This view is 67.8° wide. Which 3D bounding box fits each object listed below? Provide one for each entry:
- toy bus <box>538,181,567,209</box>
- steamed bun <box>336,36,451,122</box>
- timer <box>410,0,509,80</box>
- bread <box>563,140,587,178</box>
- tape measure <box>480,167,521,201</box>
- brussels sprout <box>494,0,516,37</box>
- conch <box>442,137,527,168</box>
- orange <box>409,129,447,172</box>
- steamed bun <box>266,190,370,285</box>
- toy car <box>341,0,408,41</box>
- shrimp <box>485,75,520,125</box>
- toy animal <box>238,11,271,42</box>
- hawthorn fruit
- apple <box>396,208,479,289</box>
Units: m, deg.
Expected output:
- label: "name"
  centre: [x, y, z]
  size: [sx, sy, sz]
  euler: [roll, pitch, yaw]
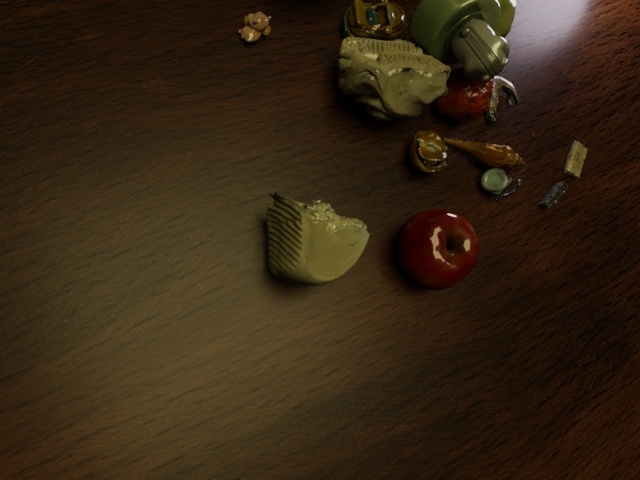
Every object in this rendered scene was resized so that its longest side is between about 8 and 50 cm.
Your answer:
- label: "toy bus"
  centre: [0.898, -0.172, 1.840]
  size: [0.131, 0.052, 0.037]
  euler: [-44, 98, -20]
- label: "steamed bun"
  centre: [0.226, -0.518, 1.605]
  size: [0.394, 0.237, 0.347]
  euler: [28, 45, 22]
- label: "timer"
  centre: [0.494, -0.658, 1.563]
  size: [0.291, 0.290, 0.315]
  euler: [-16, 65, -21]
- label: "bread"
  centre: [1.036, -0.326, 1.934]
  size: [0.068, 0.028, 0.153]
  euler: [30, 72, -11]
- label: "tape measure"
  centre: [0.673, -0.212, 1.787]
  size: [0.180, 0.104, 0.107]
  euler: [-3, 46, -53]
- label: "brussels sprout"
  centre: [0.598, -0.862, 1.815]
  size: [0.317, 0.242, 0.273]
  euler: [-10, 56, -25]
- label: "conch"
  centre: [0.602, -0.315, 1.758]
  size: [0.331, 0.109, 0.093]
  euler: [8, 105, -2]
- label: "orange"
  centre: [0.372, -0.303, 1.668]
  size: [0.170, 0.112, 0.160]
  euler: [-16, 70, -44]
- label: "steamed bun"
  centre: [0.000, 0.000, 1.390]
  size: [0.273, 0.290, 0.273]
  euler: [1, 95, -24]
- label: "toy car"
  centre: [0.207, -0.779, 1.706]
  size: [0.248, 0.142, 0.200]
  euler: [-5, 80, -17]
- label: "shrimp"
  centre: [0.704, -0.541, 1.867]
  size: [0.152, 0.046, 0.219]
  euler: [11, 74, -12]
- label: "toy animal"
  centre: [-0.222, -0.722, 1.586]
  size: [0.114, 0.082, 0.091]
  euler: [-40, 91, -21]
- label: "hawthorn fruit"
  centre: [0.531, -0.531, 1.701]
  size: [0.208, 0.243, 0.207]
  euler: [2, 84, -22]
- label: "apple"
  centre: [0.372, 0.031, 1.532]
  size: [0.261, 0.216, 0.260]
  euler: [4, 76, -19]
